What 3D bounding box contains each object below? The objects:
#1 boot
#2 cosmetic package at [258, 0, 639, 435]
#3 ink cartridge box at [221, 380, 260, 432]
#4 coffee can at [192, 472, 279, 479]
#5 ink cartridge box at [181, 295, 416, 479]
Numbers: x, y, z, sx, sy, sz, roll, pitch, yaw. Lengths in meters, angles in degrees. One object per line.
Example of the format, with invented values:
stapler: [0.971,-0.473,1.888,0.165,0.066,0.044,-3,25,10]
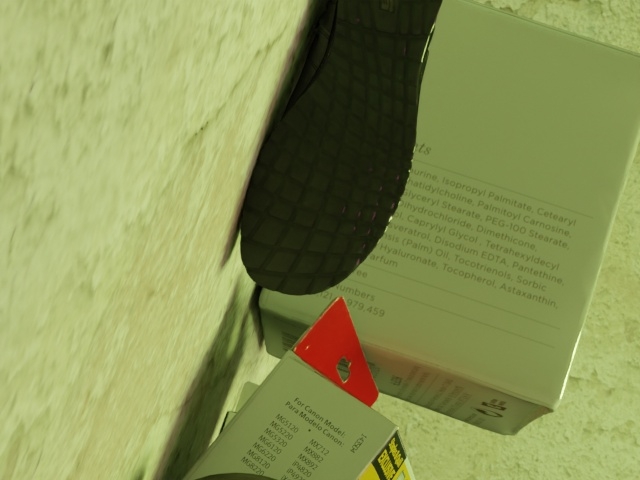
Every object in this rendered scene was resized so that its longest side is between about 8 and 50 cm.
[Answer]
boot: [0.033,-0.119,1.117,0.223,0.118,0.338,-84,-163,-85]
cosmetic package: [0.146,-0.025,1.489,0.329,0.328,0.393,90,19,-77]
ink cartridge box: [-0.071,0.260,1.487,0.061,0.104,0.181,79,30,-83]
coffee can: [-0.079,0.298,0.899,0.275,0.202,0.201,-48,157,-79]
ink cartridge box: [0.002,0.236,1.248,0.272,0.130,0.309,-51,158,-13]
